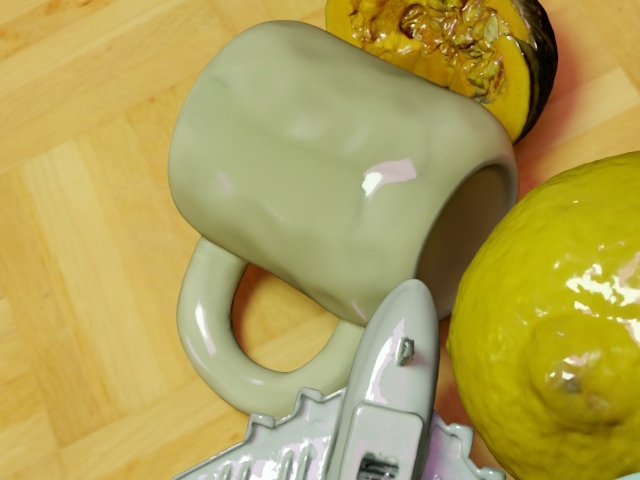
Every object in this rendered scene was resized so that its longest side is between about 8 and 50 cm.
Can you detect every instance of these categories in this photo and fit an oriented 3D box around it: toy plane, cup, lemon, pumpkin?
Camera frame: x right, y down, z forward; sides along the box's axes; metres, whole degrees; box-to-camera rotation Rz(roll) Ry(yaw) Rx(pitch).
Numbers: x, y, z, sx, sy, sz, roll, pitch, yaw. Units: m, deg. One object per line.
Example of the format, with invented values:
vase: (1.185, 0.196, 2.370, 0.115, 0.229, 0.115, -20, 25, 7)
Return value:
toy plane: (0.033, 0.150, 0.973, 0.251, 0.101, 0.255, 14, 95, -1)
cup: (-0.004, -0.011, 1.069, 0.202, 0.173, 0.255, 30, 75, 28)
lemon: (0.198, 0.058, 0.926, 0.234, 0.288, 0.233, 5, 98, 34)
pumpkin: (0.105, -0.150, 1.144, 0.183, 0.119, 0.108, 37, 42, 24)

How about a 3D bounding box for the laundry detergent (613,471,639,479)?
laundry detergent: (0.207, 0.275, 0.785, 0.287, 0.305, 0.287, -7, 63, 13)
